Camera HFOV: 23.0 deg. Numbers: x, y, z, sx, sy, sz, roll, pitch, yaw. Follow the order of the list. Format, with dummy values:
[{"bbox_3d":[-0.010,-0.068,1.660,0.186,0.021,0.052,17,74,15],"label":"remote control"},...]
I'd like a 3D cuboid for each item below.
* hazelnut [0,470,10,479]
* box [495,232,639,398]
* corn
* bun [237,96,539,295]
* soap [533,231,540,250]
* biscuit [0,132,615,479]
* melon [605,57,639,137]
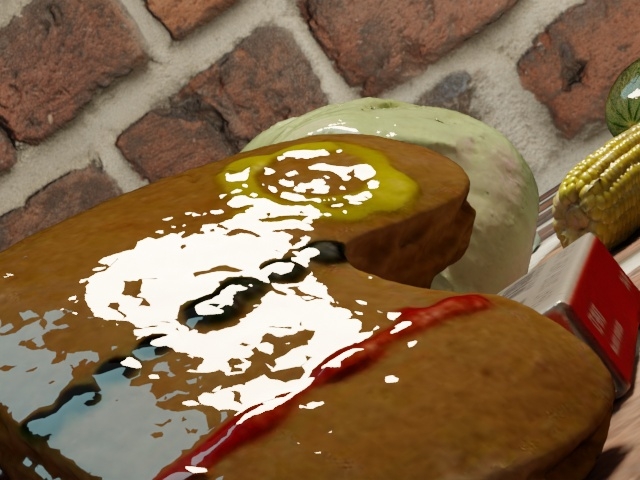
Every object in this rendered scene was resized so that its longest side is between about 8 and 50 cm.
[{"bbox_3d":[-0.088,0.116,0.709,0.212,0.181,0.181,-28,-47,-39],"label":"hazelnut"},{"bbox_3d":[0.090,0.061,0.754,0.123,0.050,0.229,-36,-1,14],"label":"box"},{"bbox_3d":[0.250,-0.049,1.242,0.165,0.085,0.063,-29,27,-35],"label":"corn"},{"bbox_3d":[0.000,0.000,1.084,0.283,0.179,0.283,-27,36,21],"label":"bun"},{"bbox_3d":[0.098,0.050,1.763,0.289,0.095,0.173,-34,-2,15],"label":"soap"},{"bbox_3d":[-0.002,0.032,0.611,0.262,0.052,0.277,-23,34,-29],"label":"biscuit"},{"bbox_3d":[0.389,-0.159,1.780,0.167,0.114,0.114,-34,-1,-39],"label":"melon"}]
